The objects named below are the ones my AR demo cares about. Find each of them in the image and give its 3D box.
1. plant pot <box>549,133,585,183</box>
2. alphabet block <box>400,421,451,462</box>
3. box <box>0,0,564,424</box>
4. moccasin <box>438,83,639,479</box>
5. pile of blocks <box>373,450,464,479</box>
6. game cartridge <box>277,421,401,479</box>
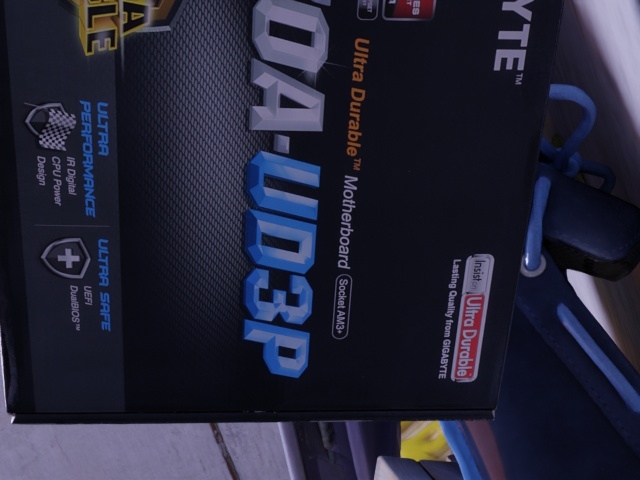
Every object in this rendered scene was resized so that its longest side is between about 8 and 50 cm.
[{"bbox_3d":[0.117,-0.009,0.692,0.083,0.079,0.083,-22,-90,-86],"label":"plant pot"},{"bbox_3d":[0.145,0.239,0.941,0.192,0.193,0.197,2,121,50],"label":"alphabet block"},{"bbox_3d":[-0.018,-0.041,0.380,0.051,0.175,0.220,-101,14,-60],"label":"box"},{"bbox_3d":[0.097,0.019,0.521,0.341,0.117,0.138,64,-163,9],"label":"moccasin"},{"bbox_3d":[0.134,0.139,0.650,0.362,0.149,0.112,-5,-76,-67],"label":"pile of blocks"},{"bbox_3d":[0.000,0.000,0.691,0.230,0.068,0.354,-71,-29,-65],"label":"game cartridge"}]
